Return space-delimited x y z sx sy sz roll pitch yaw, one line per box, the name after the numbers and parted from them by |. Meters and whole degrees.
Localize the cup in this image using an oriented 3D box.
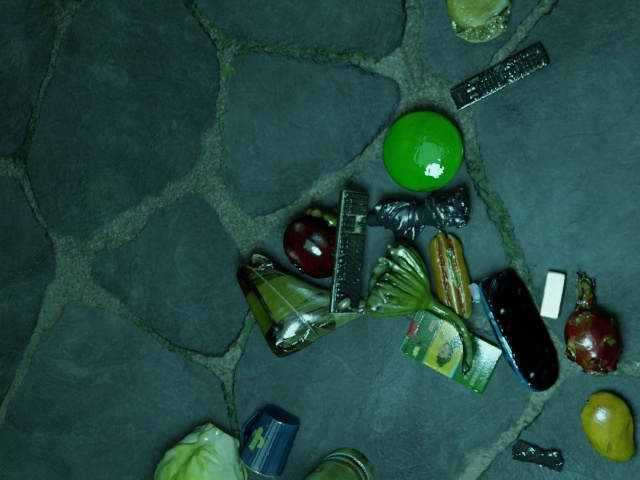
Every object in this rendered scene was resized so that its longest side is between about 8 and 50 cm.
-0.147 0.544 2.005 0.176 0.131 0.155 31 99 44 | cup

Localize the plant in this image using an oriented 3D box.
0.246 0.163 1.809 0.333 0.180 0.251 36 63 -5 | plant

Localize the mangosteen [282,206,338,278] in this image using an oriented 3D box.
0.000 0.000 1.898 0.200 0.200 0.199 1 92 22 | mangosteen

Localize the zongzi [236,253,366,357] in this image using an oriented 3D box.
-0.041 0.129 1.949 0.318 0.154 0.289 -26 76 -3 | zongzi

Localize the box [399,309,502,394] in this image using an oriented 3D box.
0.333 0.279 1.839 0.235 0.034 0.132 26 102 18 | box

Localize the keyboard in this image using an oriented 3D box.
0.073 0.033 1.839 0.027 0.106 0.316 7 93 49 | keyboard

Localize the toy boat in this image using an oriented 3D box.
0.467 0.228 1.755 0.092 0.134 0.298 -31 79 54 | toy boat

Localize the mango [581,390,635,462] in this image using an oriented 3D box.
0.671 0.435 1.685 0.115 0.089 0.164 -3 94 12 | mango

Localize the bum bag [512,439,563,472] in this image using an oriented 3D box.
0.533 0.529 1.769 0.125 0.034 0.057 11 105 21 | bum bag

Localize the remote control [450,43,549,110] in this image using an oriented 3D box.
0.440 -0.401 1.775 0.245 0.025 0.063 -25 82 21 | remote control

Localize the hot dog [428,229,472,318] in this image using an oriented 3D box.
0.326 0.087 1.820 0.092 0.062 0.235 -15 86 25 | hot dog

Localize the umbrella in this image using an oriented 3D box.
0.244 -0.063 1.817 0.273 0.122 0.110 -9 64 31 | umbrella

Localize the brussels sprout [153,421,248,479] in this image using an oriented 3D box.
-0.325 0.682 2.020 0.316 0.243 0.273 -47 51 12 | brussels sprout

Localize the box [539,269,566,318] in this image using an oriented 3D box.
0.564 0.131 1.746 0.048 0.025 0.115 10 96 26 | box

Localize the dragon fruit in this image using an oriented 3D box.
0.629 0.194 1.687 0.126 0.125 0.246 -10 72 35 | dragon fruit

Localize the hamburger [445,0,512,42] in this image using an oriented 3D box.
0.393 -0.567 1.738 0.185 0.131 0.159 -34 71 13 | hamburger

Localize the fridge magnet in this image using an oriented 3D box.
0.258 -0.224 1.820 0.208 0.088 0.207 1 92 21 | fridge magnet

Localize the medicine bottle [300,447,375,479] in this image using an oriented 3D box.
0.022 0.646 1.823 0.151 0.322 0.151 1 92 21 | medicine bottle
